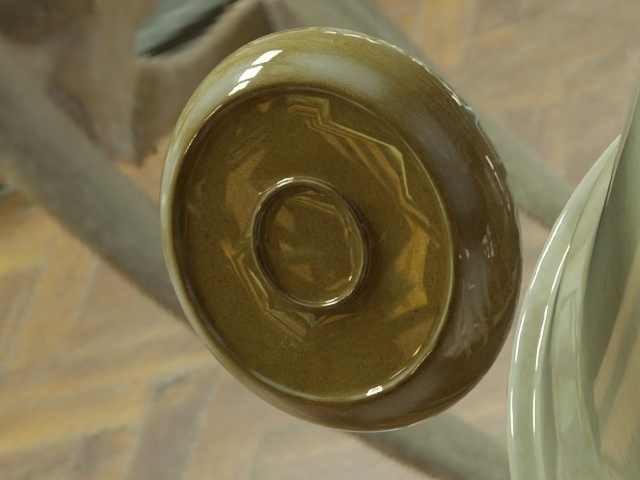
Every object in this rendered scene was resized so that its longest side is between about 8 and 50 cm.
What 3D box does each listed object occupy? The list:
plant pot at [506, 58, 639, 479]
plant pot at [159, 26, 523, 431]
[{"bbox_3d":[0.204,-0.008,0.500,0.333,0.305,0.334,-4,63,9],"label":"plant pot"},{"bbox_3d":[0.000,0.000,1.066,0.236,0.236,0.032,-2,14,32],"label":"plant pot"}]
